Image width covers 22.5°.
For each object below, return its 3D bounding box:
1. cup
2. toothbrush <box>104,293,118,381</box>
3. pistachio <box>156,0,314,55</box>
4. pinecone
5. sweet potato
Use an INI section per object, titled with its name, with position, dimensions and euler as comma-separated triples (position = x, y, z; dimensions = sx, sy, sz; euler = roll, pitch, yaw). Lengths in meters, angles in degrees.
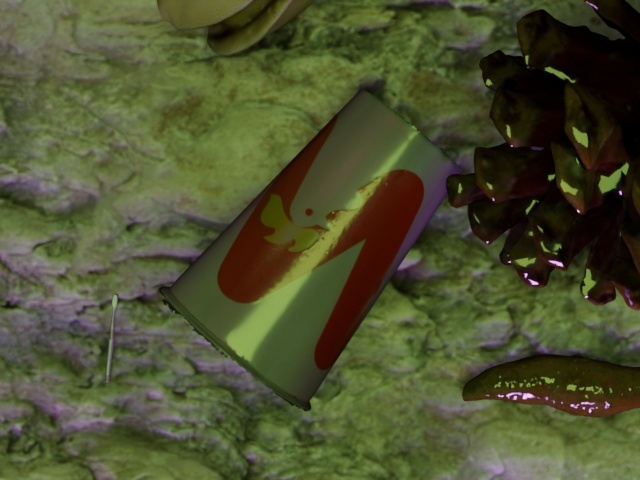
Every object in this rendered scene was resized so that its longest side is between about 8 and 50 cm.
[cup]
position = 0.000, 0.000, 1.616
dimensions = 0.203, 0.203, 0.288
euler = 39, 91, 0
[toothbrush]
position = -0.224, 0.104, 1.725
dimensions = 0.006, 0.008, 0.097
euler = 8, 98, 5
[pistachio]
position = -0.038, -0.327, 1.573
dimensions = 0.193, 0.214, 0.318
euler = 22, 105, -36
[pinecone]
position = 0.282, -0.095, 1.505
dimensions = 0.384, 0.384, 0.385
euler = 0, 96, 5
[sweet potato]
position = 0.283, 0.149, 1.662
dimensions = 0.273, 0.067, 0.067
euler = -1, 96, -1
